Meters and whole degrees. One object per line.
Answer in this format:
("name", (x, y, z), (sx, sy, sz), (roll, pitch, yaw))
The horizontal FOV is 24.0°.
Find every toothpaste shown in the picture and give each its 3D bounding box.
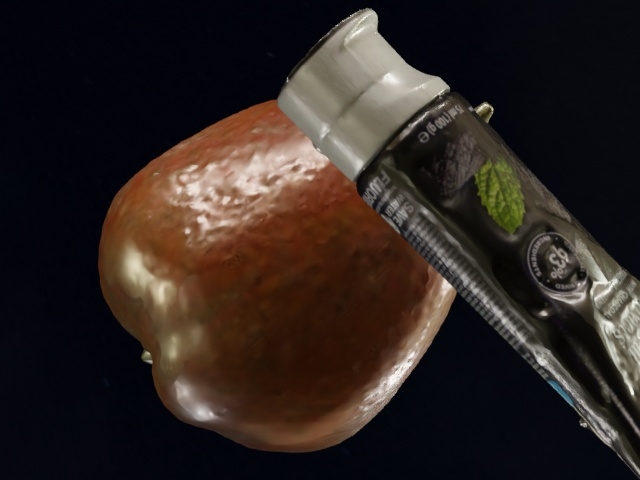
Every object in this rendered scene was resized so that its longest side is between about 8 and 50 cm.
("toothpaste", (0.069, 0.009, 0.482), (0.193, 0.071, 0.045), (47, -53, 7))

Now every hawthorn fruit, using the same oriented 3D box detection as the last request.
("hawthorn fruit", (0.000, 0.000, 0.871), (0.251, 0.199, 0.199), (-39, -67, 13))
